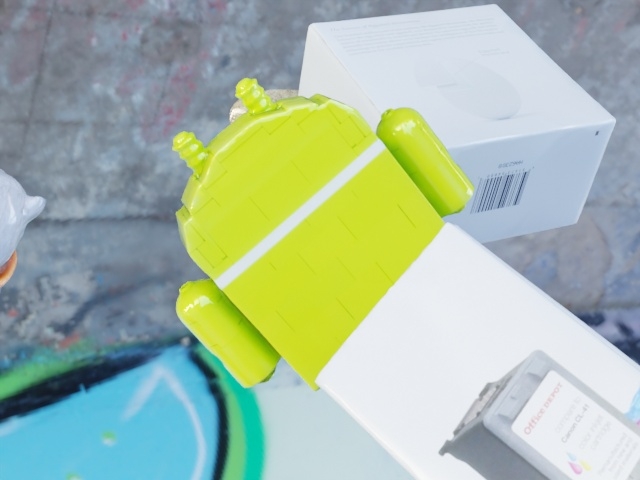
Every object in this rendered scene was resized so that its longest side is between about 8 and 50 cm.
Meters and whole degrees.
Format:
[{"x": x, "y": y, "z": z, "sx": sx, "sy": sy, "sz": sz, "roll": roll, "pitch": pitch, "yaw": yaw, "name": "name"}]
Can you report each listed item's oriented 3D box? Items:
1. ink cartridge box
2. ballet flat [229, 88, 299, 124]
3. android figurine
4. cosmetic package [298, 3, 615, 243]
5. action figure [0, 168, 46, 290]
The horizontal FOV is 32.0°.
[{"x": 0.172, "y": 0.153, "z": 0.642, "sx": 0.131, "sy": 0.306, "sz": 0.226, "roll": -50, "pitch": 149, "yaw": -1, "name": "ink cartridge box"}, {"x": -0.001, "y": -0.132, "z": 1.300, "sx": 0.206, "sy": 0.067, "sz": 0.073, "roll": 1, "pitch": 118, "yaw": -19, "name": "ballet flat"}, {"x": 0.000, "y": 0.000, "z": 0.871, "sx": 0.248, "sy": 0.056, "sz": 0.273, "roll": -43, "pitch": 110, "yaw": -1, "name": "android figurine"}, {"x": 0.123, "y": -0.115, "z": 1.111, "sx": 0.224, "sy": 0.225, "sz": 0.138, "roll": -11, "pitch": 136, "yaw": -23, "name": "cosmetic package"}, {"x": -0.321, "y": 0.007, "z": 0.872, "sx": 0.330, "sy": 0.341, "sz": 0.178, "roll": -25, "pitch": 121, "yaw": 40, "name": "action figure"}]
